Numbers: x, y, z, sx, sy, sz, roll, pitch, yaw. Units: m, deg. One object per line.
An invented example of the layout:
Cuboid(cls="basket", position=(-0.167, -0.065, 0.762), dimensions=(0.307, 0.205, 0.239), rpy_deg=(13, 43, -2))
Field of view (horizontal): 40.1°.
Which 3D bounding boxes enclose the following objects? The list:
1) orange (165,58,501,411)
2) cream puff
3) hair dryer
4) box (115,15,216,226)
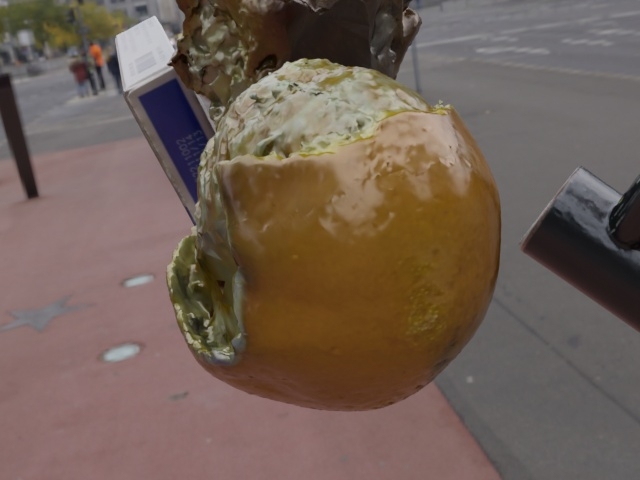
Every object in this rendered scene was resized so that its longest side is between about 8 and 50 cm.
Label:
Cuboid(cls="orange", position=(0.000, 0.000, 0.374), dimensions=(0.134, 0.157, 0.156), rpy_deg=(-24, 21, -36))
Cuboid(cls="cream puff", position=(-0.016, -0.172, 0.730), dimensions=(0.155, 0.269, 0.241), rpy_deg=(40, 22, 32))
Cuboid(cls="hair dryer", position=(0.213, -0.027, 0.494), dimensions=(0.070, 0.128, 0.255), rpy_deg=(-46, -13, -25))
Cuboid(cls="box", position=(-0.156, -0.130, 0.991), dimensions=(0.065, 0.200, 0.343), rpy_deg=(-27, 24, -4))
